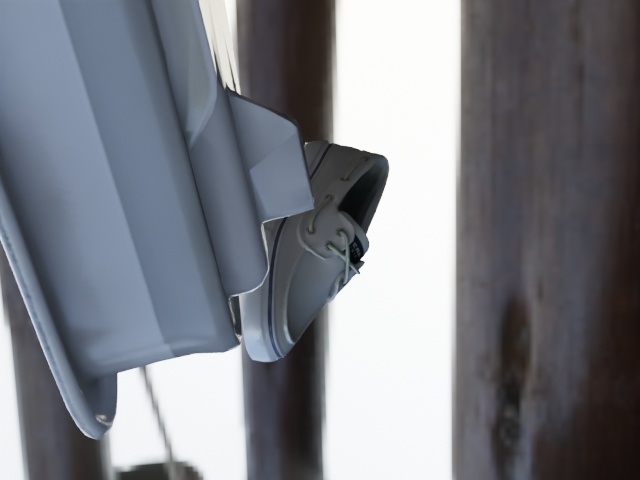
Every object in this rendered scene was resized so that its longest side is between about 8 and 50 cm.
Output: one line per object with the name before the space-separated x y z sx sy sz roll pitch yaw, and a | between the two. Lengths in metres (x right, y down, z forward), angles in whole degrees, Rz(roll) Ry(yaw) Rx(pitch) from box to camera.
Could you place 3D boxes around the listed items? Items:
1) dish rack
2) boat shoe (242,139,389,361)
dish rack | -0.063 -0.148 0.465 0.072 0.286 0.333 -10 -137 0
boat shoe | 0.000 0.000 1.414 0.075 0.083 0.226 0 -133 19
